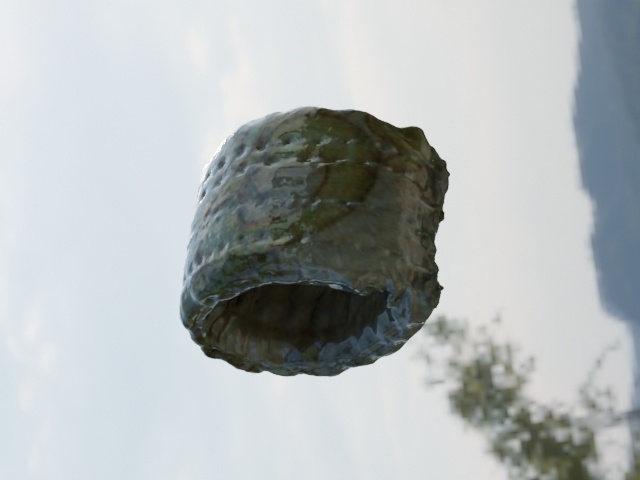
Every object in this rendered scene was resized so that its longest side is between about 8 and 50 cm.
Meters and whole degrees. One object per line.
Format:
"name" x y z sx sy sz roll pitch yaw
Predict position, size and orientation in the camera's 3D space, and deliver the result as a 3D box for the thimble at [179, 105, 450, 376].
"thimble" 0.000 0.000 1.172 0.137 0.190 0.143 50 -140 -41
